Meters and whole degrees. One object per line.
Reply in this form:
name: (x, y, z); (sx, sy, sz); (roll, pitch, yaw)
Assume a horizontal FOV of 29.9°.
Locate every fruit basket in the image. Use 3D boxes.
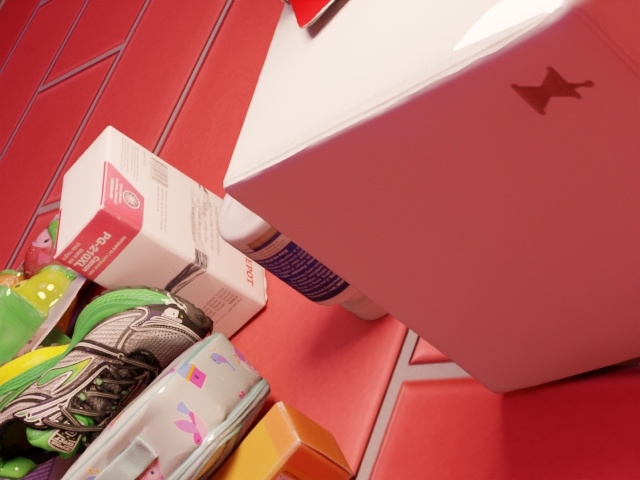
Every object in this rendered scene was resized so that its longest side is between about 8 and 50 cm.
fruit basket: (-0.435, 0.066, 1.805); (0.327, 0.165, 0.353); (-9, 48, 52)

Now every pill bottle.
pill bottle: (0.000, 0.000, 1.198); (0.112, 0.186, 0.112); (-36, 33, 28)

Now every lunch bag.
lunch bag: (-0.184, 0.232, 1.223); (0.279, 0.108, 0.224); (-46, 1, 16)

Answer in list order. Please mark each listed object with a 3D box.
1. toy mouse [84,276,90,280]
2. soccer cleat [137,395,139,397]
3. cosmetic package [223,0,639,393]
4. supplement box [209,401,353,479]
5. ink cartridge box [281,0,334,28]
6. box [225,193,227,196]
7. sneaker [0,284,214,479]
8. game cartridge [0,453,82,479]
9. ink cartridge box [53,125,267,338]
toy mouse: (-0.291, 0.017, 1.688); (0.031, 0.161, 0.143); (104, 167, -62)
soccer cleat: (-0.243, 0.198, 1.480); (0.072, 0.060, 0.179); (-33, 32, 35)
cosmetic package: (0.186, -0.153, 0.941); (0.327, 0.329, 0.394); (-23, 40, 43)
supplement box: (-0.077, 0.271, 1.136); (0.233, 0.080, 0.078); (-48, 28, 7)
ink cartridge box: (0.024, -0.351, 0.920); (0.309, 0.130, 0.272); (-46, 29, 16)
box: (-0.014, -0.143, 1.509); (0.183, 0.059, 0.233); (-12, 50, 51)
sneaker: (-0.255, 0.174, 1.374); (0.343, 0.134, 0.146); (-34, 35, 26)
game cartridge: (-0.385, 0.346, 1.539); (0.294, 0.060, 0.196); (-24, 37, 42)
ink cartridge box: (-0.187, -0.001, 1.428); (0.100, 0.237, 0.172); (-43, 30, 24)
